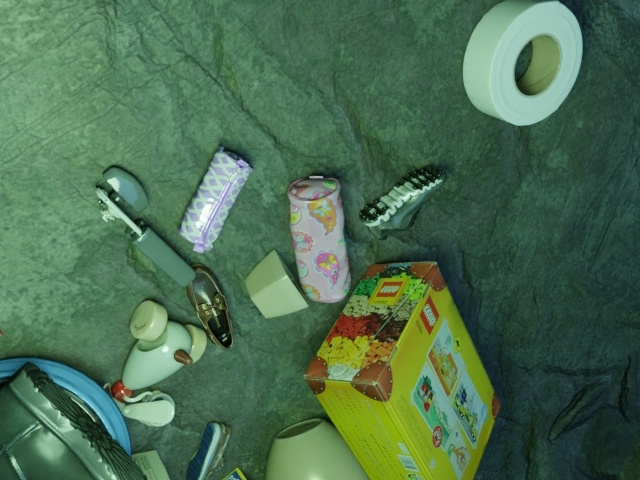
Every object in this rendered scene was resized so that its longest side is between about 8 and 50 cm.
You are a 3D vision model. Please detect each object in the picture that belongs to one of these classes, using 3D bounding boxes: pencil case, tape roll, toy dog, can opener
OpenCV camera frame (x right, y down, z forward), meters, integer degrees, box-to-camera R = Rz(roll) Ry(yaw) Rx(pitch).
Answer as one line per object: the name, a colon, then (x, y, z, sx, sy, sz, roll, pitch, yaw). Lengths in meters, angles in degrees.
pencil case: (0.000, 0.000, 1.566, 0.124, 0.124, 0.284, -23, 124, -21)
pencil case: (-0.206, -0.082, 1.410, 0.086, 0.088, 0.206, 19, 103, -38)
tape roll: (0.473, -0.418, 1.655, 0.286, 0.100, 0.286, -14, 120, -25)
toy dog: (-0.353, 0.295, 1.463, 0.220, 0.161, 0.333, 9, 109, -34)
can opener: (-0.331, -0.018, 1.373, 0.093, 0.074, 0.280, -41, 128, -9)

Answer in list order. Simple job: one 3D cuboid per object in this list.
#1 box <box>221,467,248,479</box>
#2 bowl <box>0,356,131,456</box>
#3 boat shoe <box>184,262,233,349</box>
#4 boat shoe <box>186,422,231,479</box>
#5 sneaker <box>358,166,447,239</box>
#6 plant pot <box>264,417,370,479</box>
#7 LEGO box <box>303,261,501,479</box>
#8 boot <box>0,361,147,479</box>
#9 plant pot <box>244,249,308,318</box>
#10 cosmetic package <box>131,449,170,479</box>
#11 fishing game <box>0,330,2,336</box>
box: (-0.186, 0.658, 1.817, 0.054, 0.059, 0.169, -37, 128, -14)
bowl: (-0.560, 0.417, 1.332, 0.391, 0.077, 0.391, -1, 95, -6)
boat shoe: (-0.231, 0.144, 1.520, 0.073, 0.073, 0.207, -29, 124, -15)
boat shoe: (-0.262, 0.522, 1.697, 0.066, 0.066, 0.183, 15, 105, -38)
sneaker: (0.203, -0.083, 1.676, 0.234, 0.078, 0.106, -34, 130, -8)
plant pot: (-0.022, 0.556, 1.766, 0.284, 0.284, 0.190, -19, 89, -23)
LEGO box: (0.219, 0.358, 1.690, 0.372, 0.193, 0.500, -55, 128, -40)
boot: (-0.551, 0.492, 1.219, 0.445, 0.146, 0.367, -44, 86, -7)
plant pot: (-0.104, 0.106, 1.564, 0.096, 0.109, 0.109, -32, 127, 0)
cosmetic package: (-0.482, 0.573, 1.533, 0.296, 0.153, 0.129, -3, 115, -29)
fishing game: (-0.719, 0.190, 1.260, 0.264, 0.041, 0.189, -30, 129, -16)
